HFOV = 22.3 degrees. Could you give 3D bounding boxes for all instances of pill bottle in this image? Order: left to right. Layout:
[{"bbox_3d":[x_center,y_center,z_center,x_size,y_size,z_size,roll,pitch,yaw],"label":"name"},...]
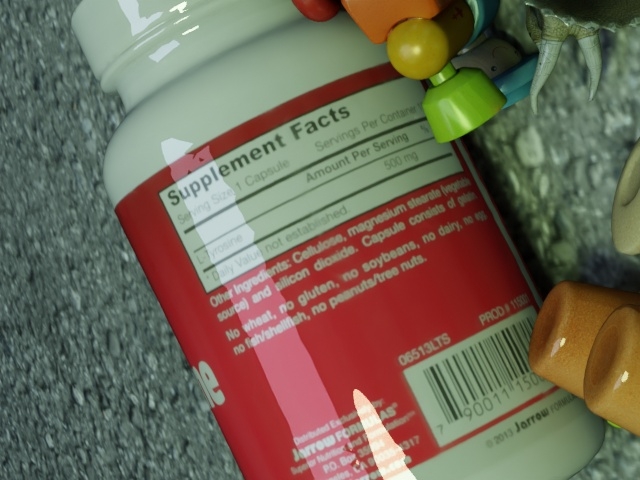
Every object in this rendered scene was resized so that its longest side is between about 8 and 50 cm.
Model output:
[{"bbox_3d":[0.000,0.000,1.064,0.407,0.229,0.229,64,149,4],"label":"pill bottle"}]

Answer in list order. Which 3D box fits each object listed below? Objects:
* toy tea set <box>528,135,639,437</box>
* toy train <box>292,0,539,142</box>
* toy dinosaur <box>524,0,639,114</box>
[{"bbox_3d":[0.220,0.032,0.841,0.336,0.124,0.200,-155,84,-83],"label":"toy tea set"},{"bbox_3d":[0.054,-0.117,0.913,0.105,0.248,0.143,-26,100,24],"label":"toy train"},{"bbox_3d":[0.104,-0.185,0.810,0.121,0.313,0.160,-19,74,21],"label":"toy dinosaur"}]
